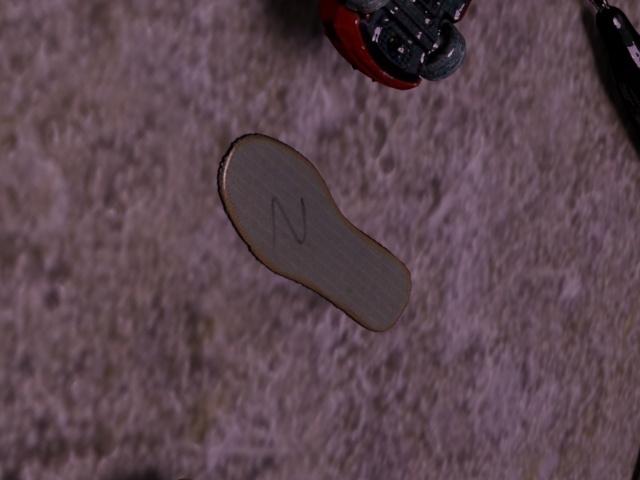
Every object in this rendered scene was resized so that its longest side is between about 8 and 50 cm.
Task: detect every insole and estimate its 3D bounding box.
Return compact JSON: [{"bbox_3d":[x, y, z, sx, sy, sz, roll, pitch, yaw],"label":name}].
[{"bbox_3d":[0.000,0.000,0.931,0.188,0.004,0.064,40,74,-45],"label":"insole"}]

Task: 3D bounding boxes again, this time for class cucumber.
[{"bbox_3d":[0.214,-0.109,1.096,0.039,0.043,0.163,-39,132,-8],"label":"cucumber"}]

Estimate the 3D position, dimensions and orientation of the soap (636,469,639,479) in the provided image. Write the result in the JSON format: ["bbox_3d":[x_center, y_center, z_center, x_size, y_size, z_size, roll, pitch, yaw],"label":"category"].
[{"bbox_3d":[0.286,0.227,1.218,0.064,0.121,0.183,18,90,-47],"label":"soap"}]

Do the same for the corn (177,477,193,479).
[{"bbox_3d":[-0.034,0.243,0.904,0.106,0.106,0.293,-48,128,-25],"label":"corn"}]

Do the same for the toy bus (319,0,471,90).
[{"bbox_3d":[0.050,-0.176,0.866,0.081,0.089,0.195,37,74,-45],"label":"toy bus"}]
